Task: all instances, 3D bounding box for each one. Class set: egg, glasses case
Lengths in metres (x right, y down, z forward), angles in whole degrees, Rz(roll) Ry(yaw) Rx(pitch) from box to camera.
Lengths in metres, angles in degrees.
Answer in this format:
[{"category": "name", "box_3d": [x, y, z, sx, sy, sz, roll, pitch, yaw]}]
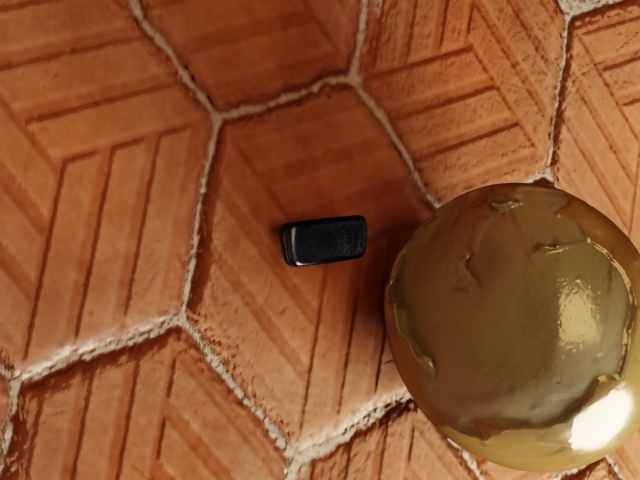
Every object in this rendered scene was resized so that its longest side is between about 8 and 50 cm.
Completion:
[{"category": "egg", "box_3d": [0.161, 0.073, 1.384, 0.244, 0.201, 0.201, 47, 54, -48]}, {"category": "glasses case", "box_3d": [0.000, 0.000, 1.341, 0.083, 0.023, 0.033, -7, 100, -45]}]
